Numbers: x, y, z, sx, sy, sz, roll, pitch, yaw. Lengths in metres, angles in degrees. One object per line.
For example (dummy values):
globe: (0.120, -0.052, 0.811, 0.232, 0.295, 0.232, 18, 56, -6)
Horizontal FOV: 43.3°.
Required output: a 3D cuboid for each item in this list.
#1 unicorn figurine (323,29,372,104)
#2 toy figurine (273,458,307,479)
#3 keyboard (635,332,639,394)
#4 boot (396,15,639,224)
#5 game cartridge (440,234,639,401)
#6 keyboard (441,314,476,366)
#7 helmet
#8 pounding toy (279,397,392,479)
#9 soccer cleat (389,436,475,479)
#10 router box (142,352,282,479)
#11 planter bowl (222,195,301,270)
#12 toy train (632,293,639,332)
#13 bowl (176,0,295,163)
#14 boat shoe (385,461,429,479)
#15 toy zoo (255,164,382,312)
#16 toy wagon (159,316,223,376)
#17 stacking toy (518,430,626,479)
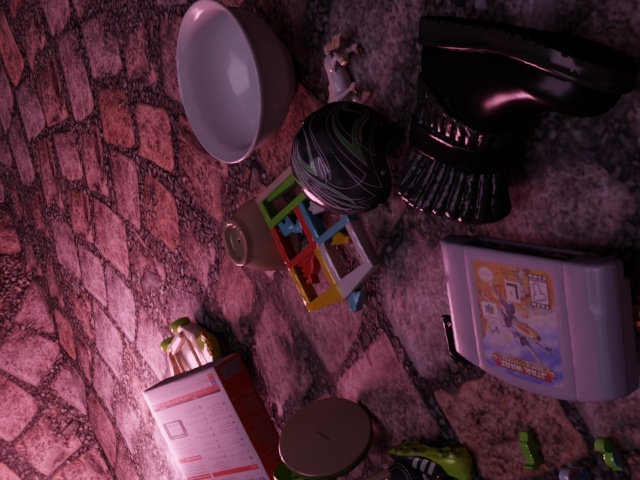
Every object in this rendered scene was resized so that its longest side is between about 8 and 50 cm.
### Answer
unicorn figurine: (0.032, -0.255, 1.332, 0.111, 0.060, 0.162, -4, 84, 57)
toy figurine: (-0.016, 0.533, 1.714, 0.173, 0.130, 0.159, -154, 42, -75)
keyboard: (0.433, 0.182, 0.971, 0.256, 0.014, 0.072, 38, 128, 41)
boot: (0.230, -0.133, 1.011, 0.348, 0.131, 0.260, 37, 127, 57)
game cartridge: (0.276, 0.102, 1.064, 0.297, 0.062, 0.198, 11, 110, 57)
keyboard: (0.253, 0.145, 1.208, 0.180, 0.023, 0.108, 7, 116, 54)
helmet: (0.036, -0.123, 1.274, 0.169, 0.169, 0.161, 125, 164, -51)
pounding toy: (0.031, 0.420, 1.528, 0.237, 0.183, 0.110, -119, 7, -54)
soccer cleat: (0.186, 0.381, 1.373, 0.179, 0.060, 0.072, -9, 99, 51)
router box: (-0.255, 0.452, 1.938, 0.335, 0.082, 0.301, -25, 92, 44)
planter bowl: (-0.130, -0.008, 1.623, 0.162, 0.109, 0.162, 30, 127, 48)
toy train: (0.380, 0.053, 0.956, 0.125, 0.046, 0.166, 59, 145, 20)
bowl: (-0.139, -0.298, 1.484, 0.298, 0.134, 0.298, 27, 125, 47)
boat shoe: (0.130, 0.523, 1.490, 0.114, 0.091, 0.302, 37, 132, 45)
toy zoo: (0.000, 0.000, 1.470, 0.192, 0.030, 0.293, -38, 71, 41)
toy wagon: (-0.309, 0.328, 2.075, 0.267, 0.068, 0.344, 60, 144, 19)
stacking toy: (0.363, 0.376, 1.120, 0.167, 0.052, 0.221, -20, 87, 57)
